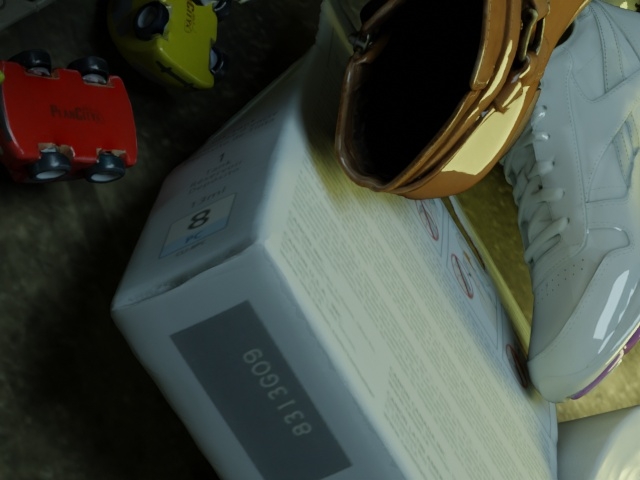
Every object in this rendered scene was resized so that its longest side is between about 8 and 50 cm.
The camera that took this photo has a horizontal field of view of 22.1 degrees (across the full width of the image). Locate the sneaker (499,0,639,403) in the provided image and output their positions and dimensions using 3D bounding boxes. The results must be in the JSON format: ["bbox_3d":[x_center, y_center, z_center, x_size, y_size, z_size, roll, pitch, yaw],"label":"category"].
[{"bbox_3d":[0.157,-0.035,1.068,0.152,0.114,0.305,24,56,-9],"label":"sneaker"}]

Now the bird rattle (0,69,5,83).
[{"bbox_3d":[-0.264,-0.091,0.705,0.253,0.143,0.207,25,56,-23],"label":"bird rattle"}]

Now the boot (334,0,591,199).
[{"bbox_3d":[0.087,-0.155,0.865,0.109,0.283,0.220,27,14,14],"label":"boot"}]

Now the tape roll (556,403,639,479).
[{"bbox_3d":[0.214,0.250,1.060,0.286,0.100,0.286,19,63,-41],"label":"tape roll"}]

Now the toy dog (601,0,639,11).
[{"bbox_3d":[0.148,-0.301,1.158,0.333,0.161,0.220,24,59,-38],"label":"toy dog"}]

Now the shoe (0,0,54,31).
[{"bbox_3d":[-0.166,-0.153,0.856,0.219,0.058,0.077,-41,105,-46],"label":"shoe"}]

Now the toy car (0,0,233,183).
[{"bbox_3d":[-0.081,-0.036,0.894,0.225,0.053,0.239,60,34,-19],"label":"toy car"}]

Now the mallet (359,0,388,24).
[{"bbox_3d":[0.083,-0.122,1.097,0.189,0.039,0.062,2,62,-63],"label":"mallet"}]

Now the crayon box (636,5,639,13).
[{"bbox_3d":[0.272,-0.304,1.258,0.081,0.202,0.319,-10,81,-6],"label":"crayon box"}]

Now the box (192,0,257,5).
[{"bbox_3d":[-0.049,-0.421,0.773,0.480,0.297,0.472,55,12,-16],"label":"box"}]

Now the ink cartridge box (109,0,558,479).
[{"bbox_3d":[0.030,0.053,0.924,0.308,0.091,0.385,58,17,-20],"label":"ink cartridge box"}]
